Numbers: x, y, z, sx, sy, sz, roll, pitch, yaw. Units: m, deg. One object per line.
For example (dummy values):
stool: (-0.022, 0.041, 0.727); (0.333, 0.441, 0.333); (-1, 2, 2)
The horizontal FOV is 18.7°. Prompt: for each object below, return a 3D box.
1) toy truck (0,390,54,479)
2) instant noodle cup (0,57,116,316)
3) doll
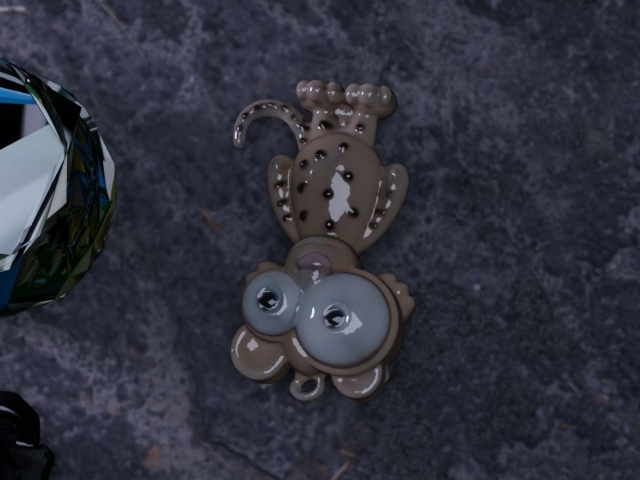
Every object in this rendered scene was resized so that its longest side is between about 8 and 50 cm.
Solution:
toy truck: (-0.332, 0.215, 1.593); (0.224, 0.147, 0.165); (9, 111, -3)
instant noodle cup: (-0.288, -0.052, 1.597); (0.240, 0.178, 0.240); (0, 83, -2)
doll: (0.002, -0.001, 1.641); (0.154, 0.119, 0.278); (-3, 77, 10)
